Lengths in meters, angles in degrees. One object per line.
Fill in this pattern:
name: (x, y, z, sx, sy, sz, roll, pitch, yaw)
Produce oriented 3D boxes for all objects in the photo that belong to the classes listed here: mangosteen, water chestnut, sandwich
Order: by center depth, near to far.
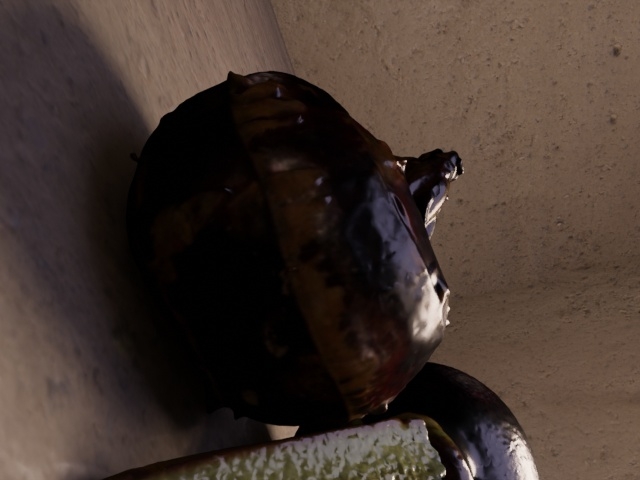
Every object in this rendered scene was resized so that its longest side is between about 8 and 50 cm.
sandwich: (-0.032, 0.178, 0.376, 0.096, 0.258, 0.094, -56, -136, 39)
water chestnut: (0.000, 0.000, 0.499, 0.300, 0.300, 0.300, -15, 90, -84)
mangosteen: (0.065, 0.246, 0.582, 0.302, 0.275, 0.274, 26, 45, -52)
